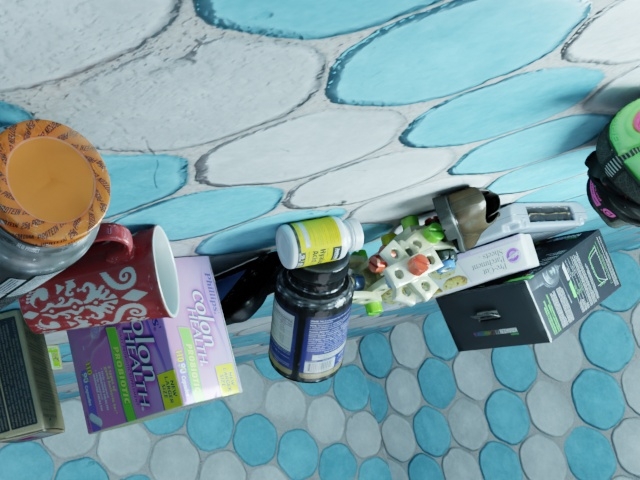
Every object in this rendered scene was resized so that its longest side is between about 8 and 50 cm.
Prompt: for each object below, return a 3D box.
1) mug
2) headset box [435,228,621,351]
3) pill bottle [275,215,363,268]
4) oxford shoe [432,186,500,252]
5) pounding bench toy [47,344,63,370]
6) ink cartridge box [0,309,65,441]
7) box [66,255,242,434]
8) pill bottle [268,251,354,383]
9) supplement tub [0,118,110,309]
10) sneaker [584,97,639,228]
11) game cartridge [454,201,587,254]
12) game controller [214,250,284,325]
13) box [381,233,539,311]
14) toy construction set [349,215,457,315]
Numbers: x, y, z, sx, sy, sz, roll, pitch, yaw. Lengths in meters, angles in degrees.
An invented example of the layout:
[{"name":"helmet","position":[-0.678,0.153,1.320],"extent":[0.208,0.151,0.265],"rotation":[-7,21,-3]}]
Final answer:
[{"name":"mug","position":[-0.270,0.037,1.062],"extent":[0.169,0.150,0.113],"rotation":[-11,-154,3]},{"name":"headset box","position":[0.407,0.106,1.767],"extent":[0.283,0.131,0.246],"rotation":[-28,-173,-36]},{"name":"pill bottle","position":[0.000,0.000,1.274],"extent":[0.116,0.065,0.065],"rotation":[-11,169,-23]},{"name":"oxford shoe","position":[0.242,-0.034,1.396],"extent":[0.096,0.083,0.227],"rotation":[-22,170,11]},{"name":"pounding bench toy","position":[-0.587,0.250,1.828],"extent":[0.065,0.052,0.083],"rotation":[-18,169,19]},{"name":"ink cartridge box","position":[-0.490,0.227,1.441],"extent":[0.088,0.193,0.234],"rotation":[-13,169,-11]},{"name":"box","position":[-0.262,0.161,1.347],"extent":[0.243,0.213,0.117],"rotation":[-22,168,38]},{"name":"pill bottle","position":[-0.013,0.106,1.371],"extent":[0.123,0.123,0.219],"rotation":[-10,130,-23]},{"name":"supplement tub","position":[-0.247,-0.016,0.688],"extent":[0.117,0.117,0.190],"rotation":[-5,166,-42]},{"name":"sneaker","position":[0.451,-0.074,1.184],"extent":[0.202,0.185,0.483],"rotation":[-25,165,28]},{"name":"game cartridge","position":[0.365,-0.021,1.724],"extent":[0.198,0.062,0.297],"rotation":[-18,170,40]},{"name":"game controller","position":[-0.192,0.109,1.460],"extent":[0.319,0.067,0.166],"rotation":[-24,-168,39]},{"name":"box","position":[0.254,0.065,1.706],"extent":[0.324,0.067,0.063],"rotation":[-20,169,31]},{"name":"toy construction set","position":[0.099,0.043,1.466],"extent":[0.215,0.151,0.328],"rotation":[-2,172,-30]}]
